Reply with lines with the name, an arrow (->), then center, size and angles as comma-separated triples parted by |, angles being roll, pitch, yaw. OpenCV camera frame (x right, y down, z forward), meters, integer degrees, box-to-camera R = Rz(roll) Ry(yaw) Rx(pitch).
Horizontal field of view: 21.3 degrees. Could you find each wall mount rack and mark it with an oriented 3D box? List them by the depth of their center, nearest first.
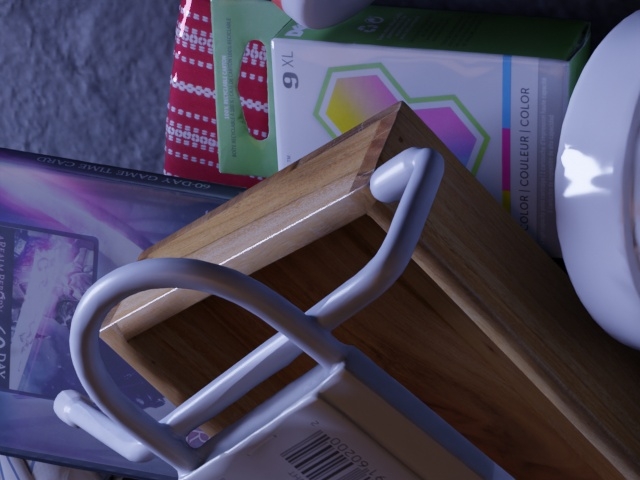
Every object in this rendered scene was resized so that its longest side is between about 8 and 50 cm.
wall mount rack -> 0.018, 0.117, 0.808 | 0.350, 0.130, 0.304 | 41, 129, -16

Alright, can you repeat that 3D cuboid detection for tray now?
tray -> 0.098, 0.125, 0.916 | 0.202, 0.076, 0.411 | -28, 115, 39

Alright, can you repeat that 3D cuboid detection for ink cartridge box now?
ink cartridge box -> 0.032, -0.061, 0.881 | 0.209, 0.062, 0.109 | 7, 119, 17

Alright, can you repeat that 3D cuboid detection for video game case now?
video game case -> -0.118, 0.050, 0.990 | 0.274, 0.026, 0.196 | 10, 116, 6

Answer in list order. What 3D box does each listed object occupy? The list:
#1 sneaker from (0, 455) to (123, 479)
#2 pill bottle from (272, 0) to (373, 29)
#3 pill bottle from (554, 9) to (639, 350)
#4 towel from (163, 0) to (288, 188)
sneaker -> -0.190, 0.161, 1.106 | 0.129, 0.111, 0.297 | 11, 120, 12
pill bottle -> -0.039, -0.203, 0.842 | 0.193, 0.108, 0.108 | 43, 125, 14
pill bottle -> 0.286, -0.016, 0.688 | 0.363, 0.210, 0.210 | 8, 121, 48
towel -> 0.000, 0.000, 0.985 | 0.198, 0.031, 0.275 | 15, 120, 15
